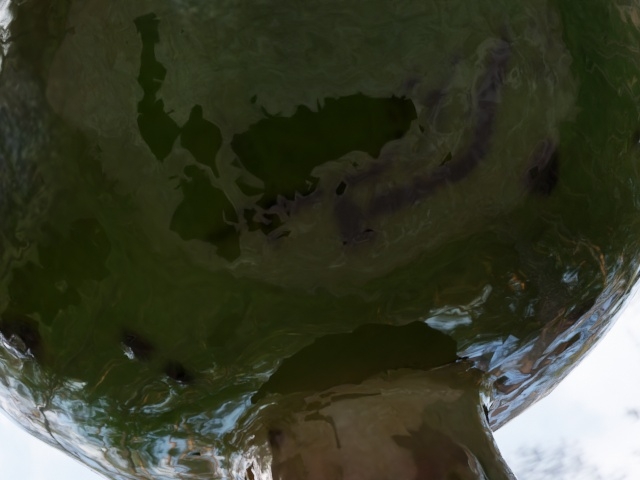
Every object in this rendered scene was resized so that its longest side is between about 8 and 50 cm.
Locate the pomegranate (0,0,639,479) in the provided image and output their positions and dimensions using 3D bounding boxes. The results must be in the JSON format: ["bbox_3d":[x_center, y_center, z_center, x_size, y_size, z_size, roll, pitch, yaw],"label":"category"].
[{"bbox_3d":[0.000,0.000,0.417,0.180,0.180,0.210,-16,-114,-9],"label":"pomegranate"}]
